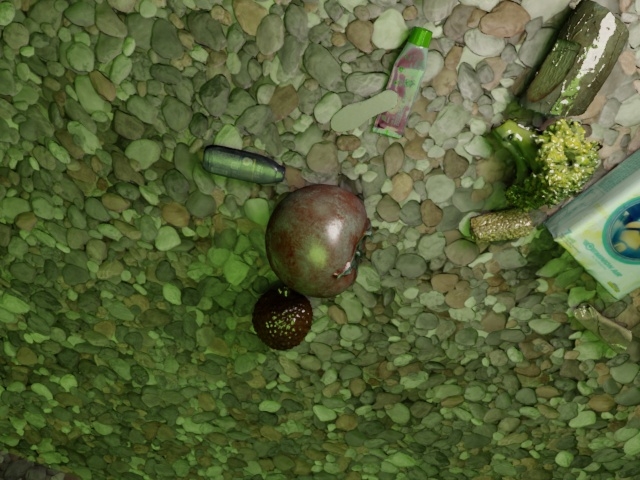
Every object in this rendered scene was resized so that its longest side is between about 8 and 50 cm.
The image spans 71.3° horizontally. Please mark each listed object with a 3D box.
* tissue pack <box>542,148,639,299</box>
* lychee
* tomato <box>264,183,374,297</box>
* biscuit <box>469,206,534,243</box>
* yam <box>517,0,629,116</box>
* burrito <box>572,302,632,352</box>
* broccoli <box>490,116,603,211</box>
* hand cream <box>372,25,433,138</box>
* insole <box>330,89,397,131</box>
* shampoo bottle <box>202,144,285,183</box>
[{"bbox_3d":[0.854,-0.061,1.184,0.287,0.162,0.388,40,115,-13],"label":"tissue pack"},{"bbox_3d":[-0.120,0.239,1.428,0.200,0.200,0.238,9,108,2],"label":"lychee"},{"bbox_3d":[0.000,0.000,1.225,0.283,0.316,0.316,15,118,15],"label":"tomato"},{"bbox_3d":[0.513,-0.041,1.278,0.169,0.082,0.070,-11,140,11],"label":"biscuit"},{"bbox_3d":[0.600,-0.406,1.051,0.154,0.154,0.254,23,113,-6],"label":"yam"},{"bbox_3d":[0.890,0.273,1.403,0.226,0.060,0.087,34,120,-12],"label":"burrito"},{"bbox_3d":[0.539,-0.178,1.116,0.273,0.180,0.242,28,152,-2],"label":"broccoli"},{"bbox_3d":[0.217,-0.400,1.151,0.079,0.050,0.275,30,125,20],"label":"hand cream"},{"bbox_3d":[0.113,-0.344,1.189,0.197,0.004,0.065,-20,115,26],"label":"insole"},{"bbox_3d":[-0.218,-0.214,1.281,0.234,0.049,0.086,12,115,0],"label":"shampoo bottle"}]
